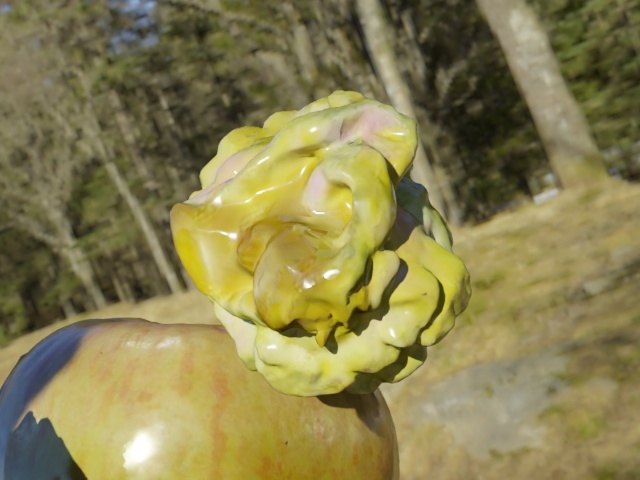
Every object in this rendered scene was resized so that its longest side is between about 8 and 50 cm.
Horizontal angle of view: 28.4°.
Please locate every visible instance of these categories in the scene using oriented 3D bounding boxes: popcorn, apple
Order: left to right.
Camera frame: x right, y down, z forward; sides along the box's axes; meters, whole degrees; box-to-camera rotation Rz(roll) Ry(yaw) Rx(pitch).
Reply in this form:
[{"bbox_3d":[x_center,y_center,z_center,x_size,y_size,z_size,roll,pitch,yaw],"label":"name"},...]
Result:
[{"bbox_3d":[-0.075,0.140,0.739,0.261,0.193,0.261,0,-4,0],"label":"apple"},{"bbox_3d":[0.000,0.000,0.582,0.126,0.145,0.126,-17,-37,16],"label":"popcorn"}]
